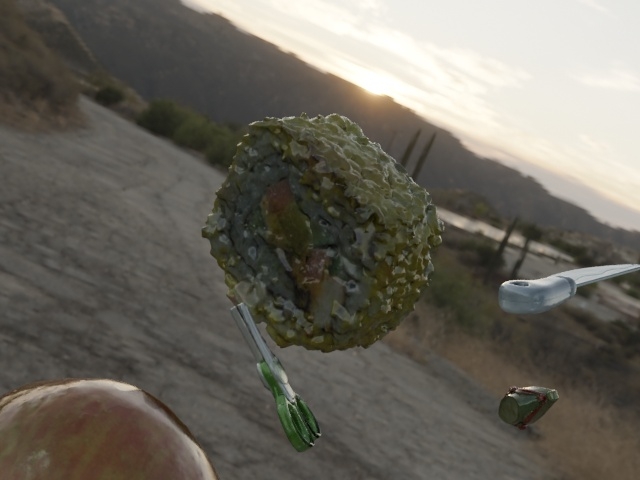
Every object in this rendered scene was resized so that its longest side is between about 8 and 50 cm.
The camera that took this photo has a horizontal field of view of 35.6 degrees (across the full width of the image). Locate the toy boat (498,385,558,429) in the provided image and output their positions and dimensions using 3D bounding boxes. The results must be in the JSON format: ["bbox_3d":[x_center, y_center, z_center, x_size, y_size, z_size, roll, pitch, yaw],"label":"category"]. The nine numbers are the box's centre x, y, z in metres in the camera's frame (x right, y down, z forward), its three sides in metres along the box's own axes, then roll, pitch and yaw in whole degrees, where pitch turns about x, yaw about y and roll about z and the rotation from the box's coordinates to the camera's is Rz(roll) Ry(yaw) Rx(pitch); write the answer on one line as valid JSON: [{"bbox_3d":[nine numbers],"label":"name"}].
[{"bbox_3d":[0.410,0.336,2.012,0.071,0.089,0.185,-7,-18,-18],"label":"toy boat"}]

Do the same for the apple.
[{"bbox_3d":[-0.214,0.267,0.934,0.277,0.250,0.309,4,-37,12],"label":"apple"}]

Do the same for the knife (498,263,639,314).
[{"bbox_3d":[0.374,0.062,1.498,0.080,0.044,0.331,6,12,44],"label":"knife"}]

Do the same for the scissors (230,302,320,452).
[{"bbox_3d":[-0.061,0.174,1.286,0.204,0.027,0.101,61,9,1],"label":"scissors"}]

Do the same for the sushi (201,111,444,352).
[{"bbox_3d":[0.000,0.000,1.744,0.396,0.351,0.240,47,30,24],"label":"sushi"}]
